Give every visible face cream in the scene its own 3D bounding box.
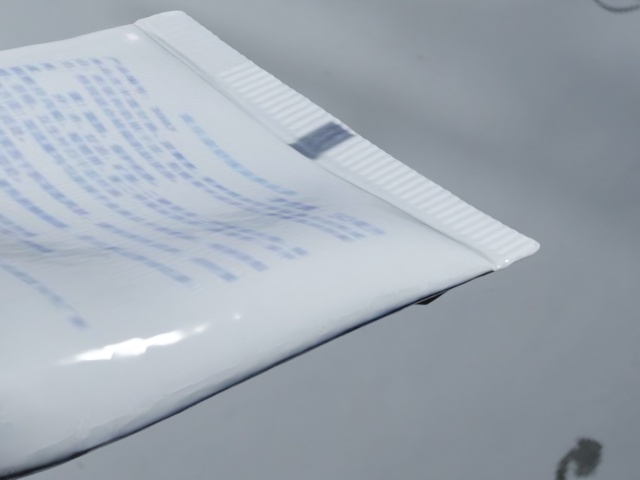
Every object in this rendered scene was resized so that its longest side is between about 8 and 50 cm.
[{"bbox_3d":[-0.117,-0.011,0.492,0.420,0.235,0.137,-21,137,-48],"label":"face cream"}]

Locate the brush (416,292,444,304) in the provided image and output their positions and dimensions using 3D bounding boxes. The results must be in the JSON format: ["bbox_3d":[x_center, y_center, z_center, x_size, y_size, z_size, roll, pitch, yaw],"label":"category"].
[{"bbox_3d":[0.000,0.000,1.088,0.233,0.103,0.047,1,149,-39],"label":"brush"}]
